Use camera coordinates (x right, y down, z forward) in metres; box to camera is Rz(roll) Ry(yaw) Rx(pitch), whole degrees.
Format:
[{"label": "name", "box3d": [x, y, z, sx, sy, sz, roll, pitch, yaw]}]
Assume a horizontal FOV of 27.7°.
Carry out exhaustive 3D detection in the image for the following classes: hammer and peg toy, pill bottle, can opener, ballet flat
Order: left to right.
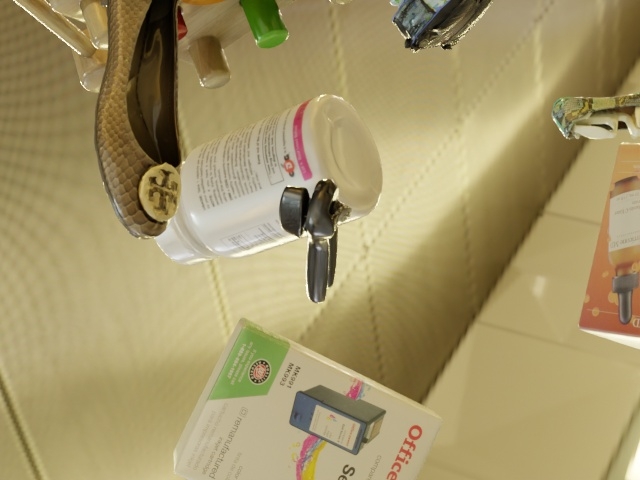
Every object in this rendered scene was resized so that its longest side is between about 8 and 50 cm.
[{"label": "ballet flat", "box3d": [-0.136, -0.125, 1.039, 0.084, 0.058, 0.249, 25, -122, -61]}, {"label": "hammer and peg toy", "box3d": [-0.157, -0.256, 1.368, 0.266, 0.361, 0.127, 14, -128, -58]}, {"label": "pill bottle", "box3d": [-0.077, -0.069, 1.667, 0.160, 0.283, 0.160, 35, -134, -46]}, {"label": "can opener", "box3d": [0.000, 0.000, 1.467, 0.059, 0.073, 0.186, -54, -26, -31]}, {"label": "ballet flat", "box3d": [0.423, -0.171, 1.841, 0.070, 0.188, 0.070, 174, 90, -85]}]

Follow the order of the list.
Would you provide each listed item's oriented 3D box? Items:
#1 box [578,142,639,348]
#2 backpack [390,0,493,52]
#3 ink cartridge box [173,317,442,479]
[{"label": "box", "box3d": [0.312, 0.010, 1.108, 0.091, 0.130, 0.170, 18, -98, -35]}, {"label": "backpack", "box3d": [0.146, -0.290, 1.542, 0.105, 0.084, 0.114, -15, -24, -52]}, {"label": "ink cartridge box", "box3d": [-0.013, 0.189, 1.236, 0.154, 0.212, 0.093, -63, 7, -2]}]
